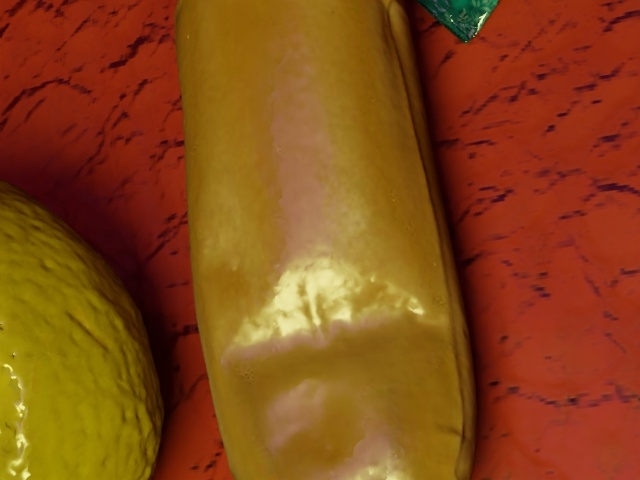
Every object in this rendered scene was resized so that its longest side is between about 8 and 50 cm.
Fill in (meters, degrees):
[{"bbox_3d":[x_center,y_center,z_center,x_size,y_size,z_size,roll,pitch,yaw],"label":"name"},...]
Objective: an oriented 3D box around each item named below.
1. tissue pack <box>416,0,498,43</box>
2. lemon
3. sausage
[{"bbox_3d":[0.095,-0.187,0.889,0.085,0.028,0.138,44,107,25],"label":"tissue pack"},{"bbox_3d":[-0.183,0.074,0.803,0.204,0.204,0.260,-31,63,7],"label":"lemon"},{"bbox_3d":[0.000,0.002,0.811,0.134,0.116,0.353,-7,70,3],"label":"sausage"}]
